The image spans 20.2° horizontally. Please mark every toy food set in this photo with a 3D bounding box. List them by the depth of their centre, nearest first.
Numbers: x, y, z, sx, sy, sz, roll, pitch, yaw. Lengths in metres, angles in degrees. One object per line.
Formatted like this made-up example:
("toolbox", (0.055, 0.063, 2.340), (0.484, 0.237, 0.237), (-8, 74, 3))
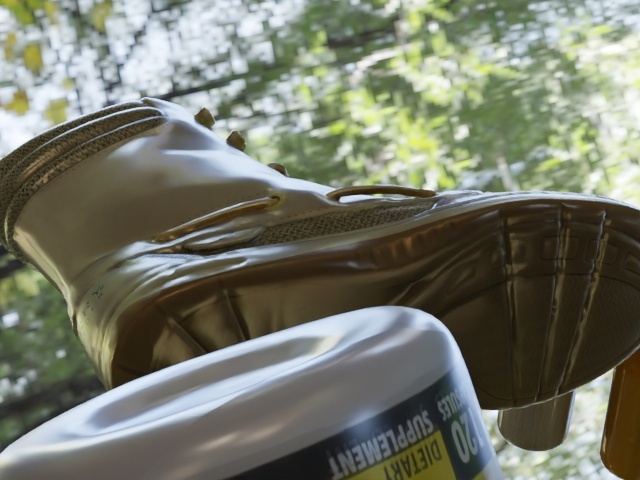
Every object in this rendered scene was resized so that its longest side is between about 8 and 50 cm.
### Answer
("toy food set", (0.114, 0.030, 0.999), (0.232, 0.111, 0.105), (-119, -149, -58))

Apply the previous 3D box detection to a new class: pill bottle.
("pill bottle", (0.006, 0.114, 0.373), (0.103, 0.103, 0.184), (-15, -84, 44))

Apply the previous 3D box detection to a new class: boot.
("boot", (0.000, 0.000, 0.780), (0.203, 0.262, 0.095), (38, -48, 55))
